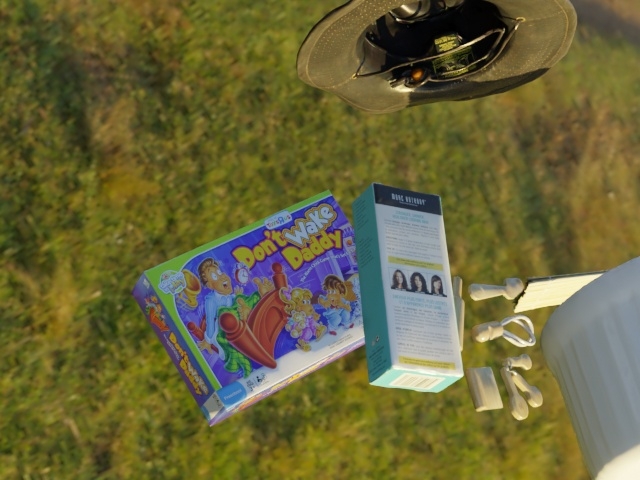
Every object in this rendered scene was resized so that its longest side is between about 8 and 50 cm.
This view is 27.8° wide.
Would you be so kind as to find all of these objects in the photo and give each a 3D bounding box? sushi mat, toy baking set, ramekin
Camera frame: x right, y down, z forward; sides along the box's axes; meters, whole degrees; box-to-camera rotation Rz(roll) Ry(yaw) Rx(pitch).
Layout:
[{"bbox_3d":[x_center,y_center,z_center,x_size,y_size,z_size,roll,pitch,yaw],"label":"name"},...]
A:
[{"bbox_3d":[0.388,0.044,1.508,0.151,0.316,0.019,76,7,-76],"label":"sushi mat"},{"bbox_3d":[0.240,0.141,1.823,0.196,0.030,0.256,32,46,-33],"label":"toy baking set"},{"bbox_3d":[0.319,0.109,0.993,0.277,0.277,0.135,27,45,-47],"label":"ramekin"}]

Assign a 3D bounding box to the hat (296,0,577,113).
[{"bbox_3d":[0.121,-0.259,1.415,0.331,0.331,0.134,16,62,-53],"label":"hat"}]

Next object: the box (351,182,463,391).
[{"bbox_3d":[0.102,0.056,1.564,0.100,0.060,0.244,10,60,-26],"label":"box"}]

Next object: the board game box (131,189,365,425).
[{"bbox_3d":[-0.073,0.093,1.929,0.347,0.078,0.233,-26,77,-32],"label":"board game box"}]
